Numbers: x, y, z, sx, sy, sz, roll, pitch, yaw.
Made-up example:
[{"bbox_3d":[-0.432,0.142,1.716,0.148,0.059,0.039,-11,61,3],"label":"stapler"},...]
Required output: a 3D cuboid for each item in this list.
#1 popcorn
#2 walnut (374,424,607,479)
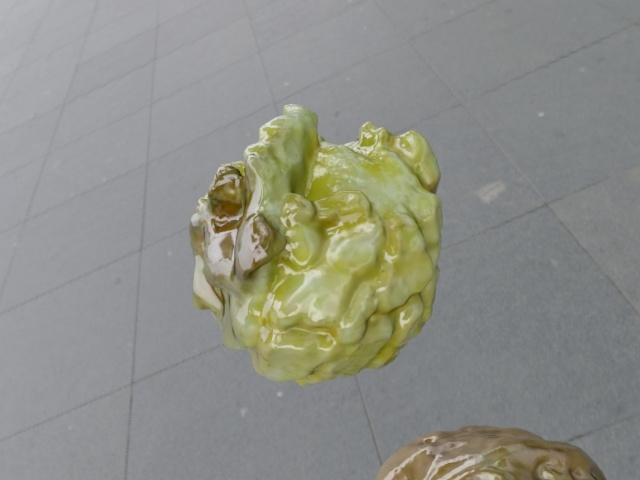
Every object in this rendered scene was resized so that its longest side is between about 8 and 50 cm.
[{"bbox_3d":[-0.008,0.001,0.621,0.237,0.292,0.293,-5,33,-20],"label":"popcorn"},{"bbox_3d":[0.238,0.386,0.797,0.306,0.344,0.305,-26,60,56],"label":"walnut"}]
